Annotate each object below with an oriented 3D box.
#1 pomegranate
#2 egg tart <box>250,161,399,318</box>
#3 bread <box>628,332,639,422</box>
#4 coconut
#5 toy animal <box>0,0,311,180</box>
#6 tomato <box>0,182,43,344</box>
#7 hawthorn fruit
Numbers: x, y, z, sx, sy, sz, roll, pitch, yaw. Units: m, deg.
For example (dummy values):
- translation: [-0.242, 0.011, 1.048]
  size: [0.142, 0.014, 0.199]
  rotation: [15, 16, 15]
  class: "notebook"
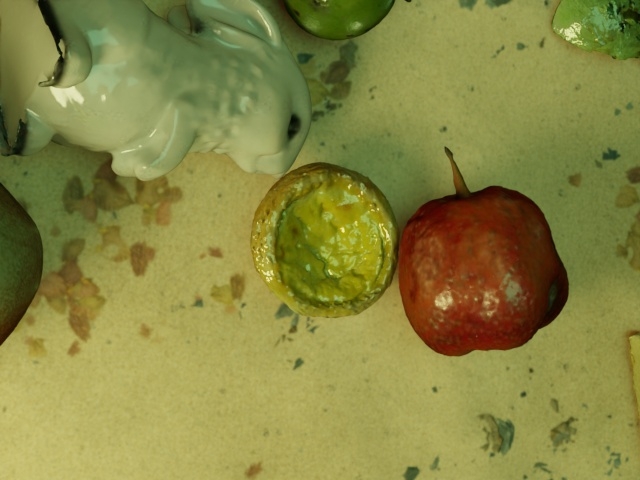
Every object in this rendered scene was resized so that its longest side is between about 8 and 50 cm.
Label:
- translation: [-0.008, -0.311, 1.543]
  size: [0.220, 0.156, 0.156]
  rotation: [12, 87, 12]
  class: "pomegranate"
- translation: [0.000, 0.000, 1.566]
  size: [0.191, 0.074, 0.191]
  rotation: [-1, 93, -28]
  class: "egg tart"
- translation: [0.469, 0.199, 1.742]
  size: [0.125, 0.068, 0.188]
  rotation: [-11, 95, -19]
  class: "bread"
- translation: [0.370, -0.286, 1.706]
  size: [0.158, 0.055, 0.133]
  rotation: [-3, 94, -20]
  class: "coconut"
- translation: [-0.173, -0.181, 1.470]
  size: [0.357, 0.194, 0.258]
  rotation: [1, 66, -35]
  class: "toy animal"
- translation: [-0.435, 0.013, 1.335]
  size: [0.303, 0.239, 0.303]
  rotation: [0, 90, -15]
  class: "tomato"
- translation: [0.180, 0.007, 1.571]
  size: [0.207, 0.207, 0.243]
  rotation: [-12, 88, -19]
  class: "hawthorn fruit"
